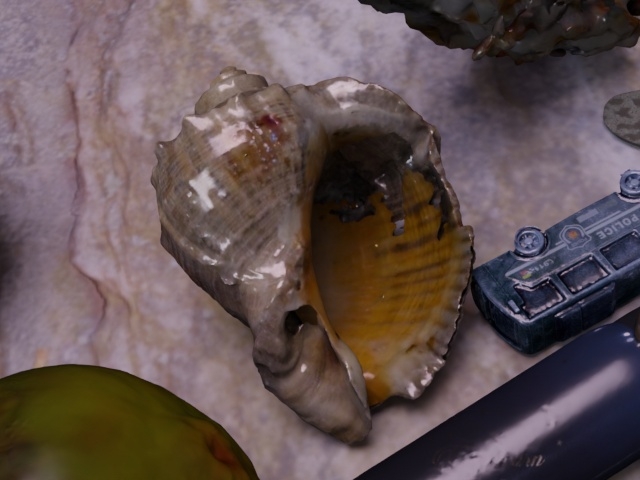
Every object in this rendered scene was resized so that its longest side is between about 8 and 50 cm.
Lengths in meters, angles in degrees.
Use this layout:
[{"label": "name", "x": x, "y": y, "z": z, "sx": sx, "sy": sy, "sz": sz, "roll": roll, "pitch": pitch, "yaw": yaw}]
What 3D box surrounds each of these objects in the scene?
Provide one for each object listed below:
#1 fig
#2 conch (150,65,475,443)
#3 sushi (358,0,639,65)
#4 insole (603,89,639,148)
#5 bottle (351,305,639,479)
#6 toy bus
[{"label": "fig", "x": -0.135, "y": 0.169, "z": 0.529, "sx": 0.230, "sy": 0.207, "sz": 0.207, "roll": -21, "pitch": 48, "yaw": 1}, {"label": "conch", "x": 0.000, "y": 0.000, "z": 0.663, "sx": 0.178, "sy": 0.163, "sz": 0.245, "roll": -24, "pitch": 77, "yaw": 19}, {"label": "sushi", "x": 0.128, "y": -0.309, "z": 0.712, "sx": 0.176, "sy": 0.417, "sz": 0.417, "roll": 8, "pitch": 55, "yaw": 27}, {"label": "insole", "x": 0.283, "y": -0.071, "z": 0.718, "sx": 0.193, "sy": 0.006, "sz": 0.065, "roll": 13, "pitch": 56, "yaw": 27}, {"label": "bottle", "x": 0.111, "y": 0.109, "z": 0.576, "sx": 0.244, "sy": 0.082, "sz": 0.072, "roll": -30, "pitch": 46, "yaw": -8}, {"label": "toy bus", "x": 0.175, "y": 0.008, "z": 0.662, "sx": 0.166, "sy": 0.047, "sz": 0.065, "roll": -28, "pitch": 52, "yaw": -6}]
